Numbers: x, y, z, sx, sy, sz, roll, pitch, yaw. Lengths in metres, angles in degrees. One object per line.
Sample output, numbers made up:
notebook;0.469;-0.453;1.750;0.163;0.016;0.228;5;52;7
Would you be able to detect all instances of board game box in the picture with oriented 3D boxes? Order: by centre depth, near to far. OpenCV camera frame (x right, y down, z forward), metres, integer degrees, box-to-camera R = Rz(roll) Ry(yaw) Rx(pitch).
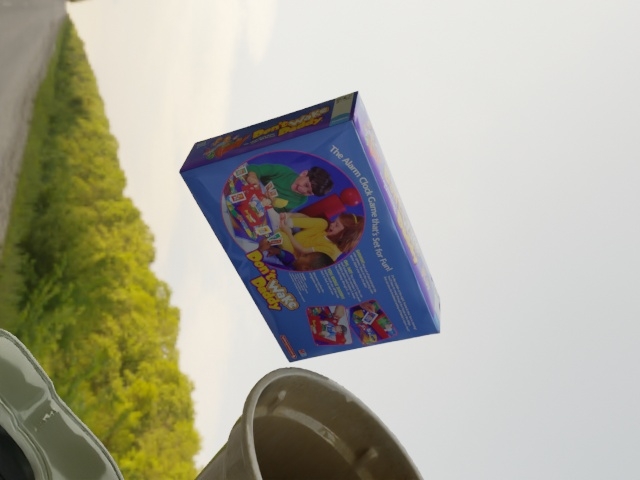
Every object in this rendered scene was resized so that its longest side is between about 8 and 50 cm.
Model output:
board game box;0.000;0.000;0.968;0.078;0.233;0.347;-78;149;-53

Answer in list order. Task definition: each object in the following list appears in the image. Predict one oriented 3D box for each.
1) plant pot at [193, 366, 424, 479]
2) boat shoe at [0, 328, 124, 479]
plant pot;-0.063;0.381;0.895;0.305;0.334;0.334;-43;-137;21
boat shoe;-0.344;0.271;0.855;0.340;0.113;0.127;56;21;-6
